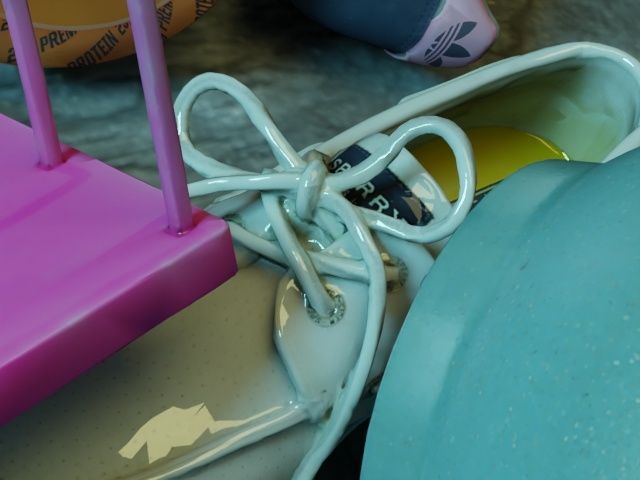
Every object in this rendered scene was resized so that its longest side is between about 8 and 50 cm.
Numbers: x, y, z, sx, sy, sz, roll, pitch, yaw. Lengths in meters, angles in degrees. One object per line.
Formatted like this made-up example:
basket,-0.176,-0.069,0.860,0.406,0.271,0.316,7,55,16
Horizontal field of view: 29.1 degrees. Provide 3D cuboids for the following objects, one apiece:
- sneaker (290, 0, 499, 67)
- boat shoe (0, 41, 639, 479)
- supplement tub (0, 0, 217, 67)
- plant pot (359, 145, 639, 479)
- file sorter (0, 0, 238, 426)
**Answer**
sneaker,0.063,-0.216,0.703,0.131,0.112,0.319,32,51,-14
boat shoe,0.006,0.006,0.463,0.367,0.156,0.136,-24,64,-32
supplement tub,-0.142,-0.259,0.587,0.207,0.207,0.338,-3,55,-20
plant pot,0.137,0.079,0.396,0.196,0.293,0.293,19,45,31
file sorter,-0.205,-0.065,0.362,0.290,0.182,0.202,24,44,38
